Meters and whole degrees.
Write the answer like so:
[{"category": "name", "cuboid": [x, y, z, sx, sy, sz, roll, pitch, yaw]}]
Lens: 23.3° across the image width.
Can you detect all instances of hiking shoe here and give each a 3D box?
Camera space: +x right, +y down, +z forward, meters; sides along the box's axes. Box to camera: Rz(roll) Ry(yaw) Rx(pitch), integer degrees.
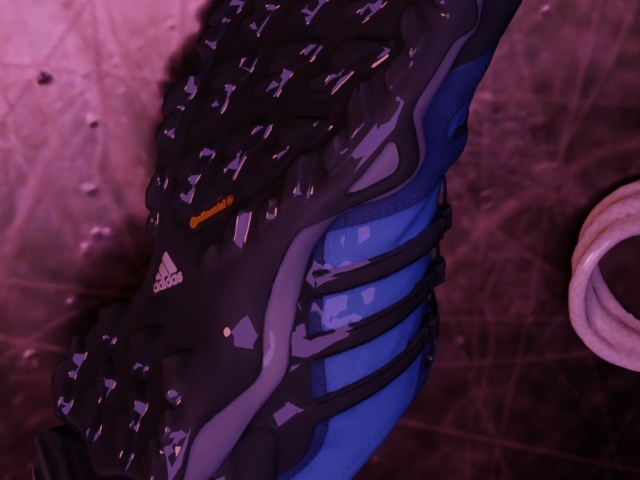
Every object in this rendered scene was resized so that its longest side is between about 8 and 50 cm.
[{"category": "hiking shoe", "cuboid": [0.000, 0.000, 0.616, 0.132, 0.113, 0.304, 18, 107, -45]}]

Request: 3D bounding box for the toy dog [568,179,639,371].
[{"category": "toy dog", "cuboid": [0.265, 0.094, 0.635, 0.220, 0.161, 0.333, -30, 113, 7]}]
